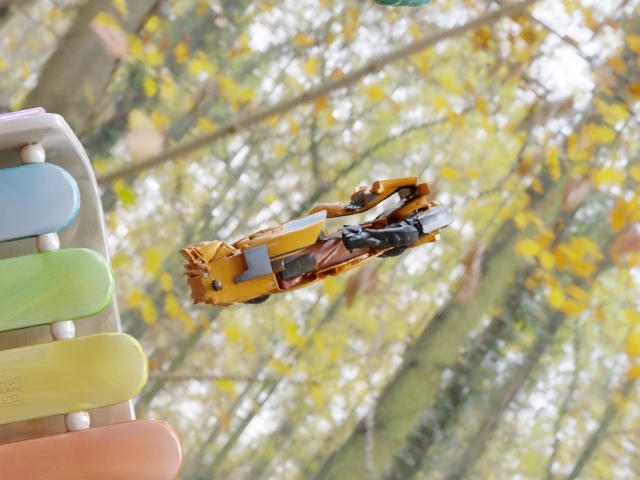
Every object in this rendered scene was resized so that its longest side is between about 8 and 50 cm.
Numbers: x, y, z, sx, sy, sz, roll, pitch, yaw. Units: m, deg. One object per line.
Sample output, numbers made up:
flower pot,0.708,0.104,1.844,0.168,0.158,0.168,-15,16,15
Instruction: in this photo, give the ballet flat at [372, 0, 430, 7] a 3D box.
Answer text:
ballet flat,0.068,-0.310,1.470,0.087,0.247,0.083,10,-51,-23

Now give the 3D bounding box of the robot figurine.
robot figurine,0.000,0.000,1.562,0.211,0.291,0.085,172,-101,-78

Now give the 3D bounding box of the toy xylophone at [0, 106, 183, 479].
toy xylophone,-0.200,0.096,0.830,0.081,0.236,0.322,41,31,-85
